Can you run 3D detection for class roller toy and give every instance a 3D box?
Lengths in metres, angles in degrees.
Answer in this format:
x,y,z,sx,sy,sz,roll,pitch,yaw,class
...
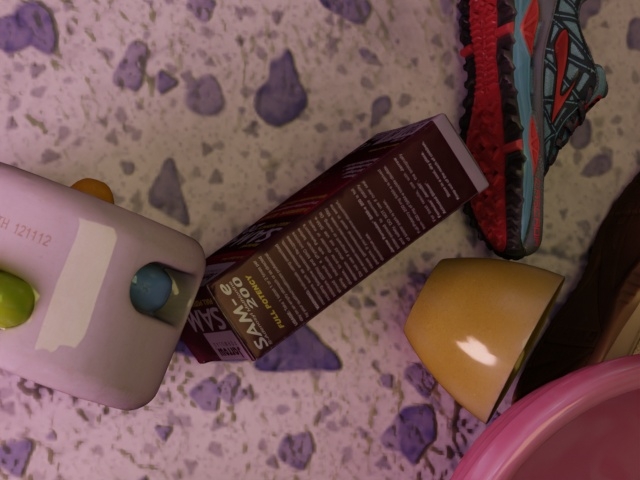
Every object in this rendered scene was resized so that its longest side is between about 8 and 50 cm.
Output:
x,y,z,sx,sy,sz,roll,pitch,yaw,class
-0.187,0.025,1.414,0.191,0.209,0.146,23,87,-20,roller toy

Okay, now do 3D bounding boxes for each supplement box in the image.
x,y,z,sx,sy,sz,roll,pitch,yaw,class
0.000,0.000,1.529,0.239,0.130,0.073,-37,99,-21,supplement box

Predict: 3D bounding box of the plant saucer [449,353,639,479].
x,y,z,sx,sy,sz,roll,pitch,yaw,class
0.210,0.232,1.562,0.332,0.084,0.332,-14,119,-27,plant saucer

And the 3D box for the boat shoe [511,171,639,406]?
x,y,z,sx,sy,sz,roll,pitch,yaw,class
0.297,0.045,1.657,0.123,0.123,0.342,38,77,-23,boat shoe

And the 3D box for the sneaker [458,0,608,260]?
x,y,z,sx,sy,sz,roll,pitch,yaw,class
0.187,-0.112,1.629,0.125,0.104,0.261,5,84,-23,sneaker

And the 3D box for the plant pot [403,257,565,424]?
x,y,z,sx,sy,sz,roll,pitch,yaw,class
0.123,0.067,1.585,0.095,0.134,0.134,28,75,9,plant pot
